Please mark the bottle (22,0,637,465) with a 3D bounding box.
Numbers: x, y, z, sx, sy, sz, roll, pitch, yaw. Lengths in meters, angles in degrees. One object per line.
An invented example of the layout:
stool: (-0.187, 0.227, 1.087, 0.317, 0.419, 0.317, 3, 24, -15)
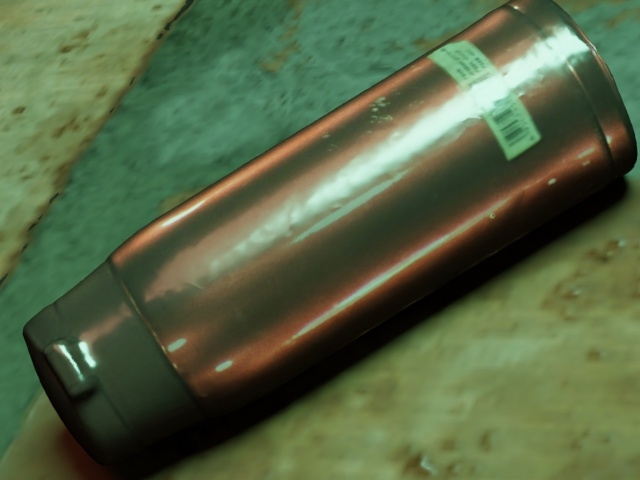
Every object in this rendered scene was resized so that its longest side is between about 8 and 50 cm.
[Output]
bottle: (0.000, 0.000, 0.458, 0.164, 0.060, 0.060, -31, 36, -4)
